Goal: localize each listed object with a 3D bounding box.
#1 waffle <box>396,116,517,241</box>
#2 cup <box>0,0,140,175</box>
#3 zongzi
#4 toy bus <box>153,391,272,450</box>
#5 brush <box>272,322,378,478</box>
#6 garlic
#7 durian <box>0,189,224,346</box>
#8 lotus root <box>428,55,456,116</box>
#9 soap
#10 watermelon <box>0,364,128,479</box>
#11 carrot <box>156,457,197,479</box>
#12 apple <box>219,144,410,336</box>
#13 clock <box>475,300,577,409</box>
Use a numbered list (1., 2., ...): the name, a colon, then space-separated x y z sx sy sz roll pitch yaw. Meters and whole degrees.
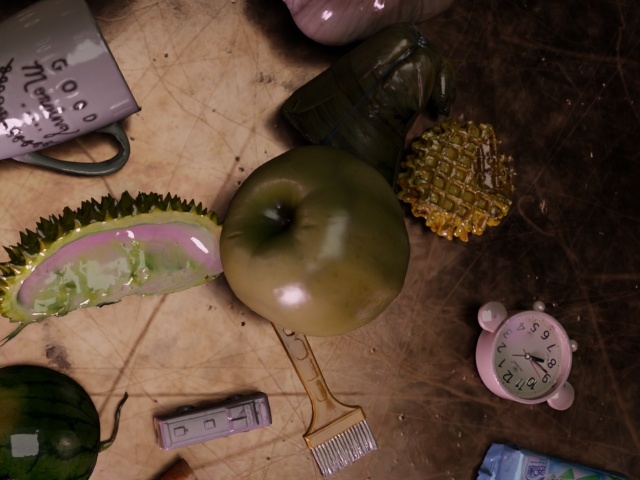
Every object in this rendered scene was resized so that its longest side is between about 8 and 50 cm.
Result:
1. waffle: 0.226 -0.102 1.427 0.197 0.070 0.193 -40 98 -14
2. cup: -0.376 -0.183 1.217 0.234 0.186 0.258 -28 124 -5
3. zongzi: 0.113 -0.164 1.322 0.274 0.251 0.125 51 35 -13
4. toy bus: -0.155 0.265 1.300 0.172 0.072 0.057 -10 86 -17
5. brush: -0.007 0.226 1.375 0.103 0.013 0.272 -26 94 -16
6. garlic: 0.064 -0.446 1.327 0.322 0.241 0.321 8 64 -16
7. durian: -0.291 0.020 1.229 0.356 0.157 0.169 -18 101 -20
8. lotus root: 0.194 -0.249 1.432 0.049 0.054 0.099 -4 89 -26
9. soap: 0.391 0.433 1.449 0.293 0.077 0.156 18 83 -15
10. watermelon: -0.394 0.277 1.202 0.232 0.127 0.204 21 78 -20
11. carrot: -0.272 0.405 1.273 0.224 0.057 0.057 -36 98 -12
12. apple: 0.000 0.000 1.255 0.279 0.279 0.279 1 87 -16
13. clock: 0.334 0.187 1.454 0.155 0.063 0.229 -46 103 -16
